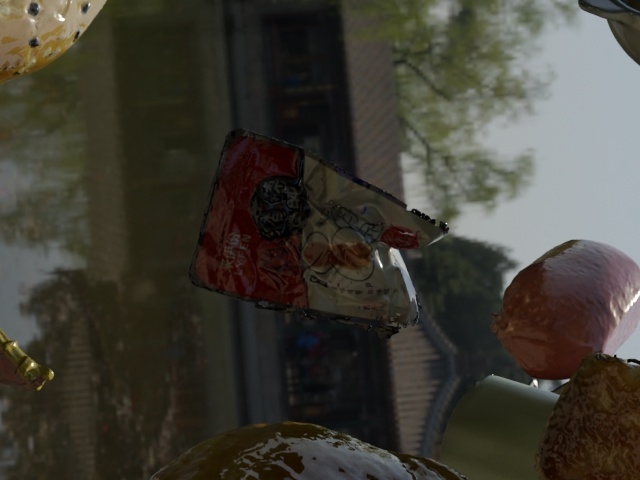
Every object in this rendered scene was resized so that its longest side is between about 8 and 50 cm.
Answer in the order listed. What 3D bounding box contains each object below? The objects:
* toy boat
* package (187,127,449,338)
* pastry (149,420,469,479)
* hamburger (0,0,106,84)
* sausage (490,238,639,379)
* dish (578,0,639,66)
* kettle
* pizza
[{"bbox_3d":[-0.453,0.116,1.566,0.318,0.099,0.141,45,-17,49],"label":"toy boat"},{"bbox_3d":[0.000,0.000,1.290,0.071,0.270,0.194,-47,153,-83],"label":"package"},{"bbox_3d":[0.021,0.265,0.818,0.356,0.356,0.163,-96,-157,-56],"label":"pastry"},{"bbox_3d":[-0.272,-0.279,0.854,0.277,0.195,0.317,-23,119,-58],"label":"hamburger"},{"bbox_3d":[0.294,0.079,1.331,0.254,0.148,0.148,-37,128,-52],"label":"sausage"},{"bbox_3d":[0.317,-0.159,0.901,0.228,0.236,0.086,-75,167,-52],"label":"dish"},{"bbox_3d":[0.304,0.249,1.355,0.240,0.255,0.165,-46,129,-31],"label":"kettle"},{"bbox_3d":[0.299,0.179,0.992,0.069,0.226,0.147,21,76,-59],"label":"pizza"}]
